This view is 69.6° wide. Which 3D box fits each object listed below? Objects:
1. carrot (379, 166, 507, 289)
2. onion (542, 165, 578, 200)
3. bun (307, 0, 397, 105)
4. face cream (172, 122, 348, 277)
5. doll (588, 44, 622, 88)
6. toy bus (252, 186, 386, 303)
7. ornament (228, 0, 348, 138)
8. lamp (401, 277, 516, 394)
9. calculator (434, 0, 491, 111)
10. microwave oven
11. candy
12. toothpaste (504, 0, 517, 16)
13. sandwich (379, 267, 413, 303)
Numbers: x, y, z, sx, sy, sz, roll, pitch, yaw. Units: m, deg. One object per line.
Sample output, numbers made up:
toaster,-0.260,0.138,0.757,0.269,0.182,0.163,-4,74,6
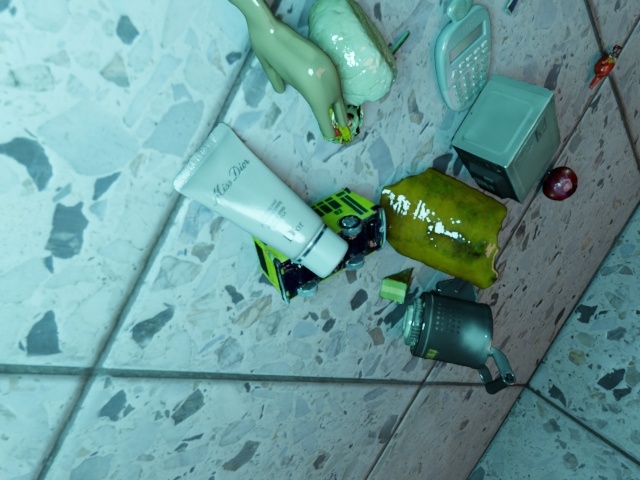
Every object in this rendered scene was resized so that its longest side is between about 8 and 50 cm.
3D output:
carrot,0.320,-0.041,1.203,0.242,0.340,0.241,-57,168,-20
onion,0.879,-0.210,1.692,0.131,0.131,0.131,-23,129,-32
bun,0.049,-0.318,0.806,0.126,0.204,0.212,-28,167,26
face cream,-0.093,-0.056,0.815,0.314,0.089,0.143,38,88,-5
doll,0.982,-0.611,1.584,0.169,0.057,0.109,-51,157,-25
toy bus,0.000,0.000,0.977,0.262,0.150,0.128,-28,135,-21
ornament,-0.061,-0.296,0.711,0.061,0.230,0.245,-43,158,-6
lamp,0.389,0.285,1.418,0.271,0.374,0.205,-7,152,-4
calculator,0.341,-0.443,1.100,0.184,0.042,0.295,-44,140,-14
microwave oven,0.493,-0.262,1.228,0.238,0.181,0.295,-58,148,5
candy,0.101,-0.319,0.941,0.305,0.083,0.091,-53,137,-16
toothpaste,0.494,-0.632,1.138,0.037,0.021,0.140,7,112,-46
sandwich,0.228,0.123,1.375,0.116,0.074,0.074,-50,151,-59
